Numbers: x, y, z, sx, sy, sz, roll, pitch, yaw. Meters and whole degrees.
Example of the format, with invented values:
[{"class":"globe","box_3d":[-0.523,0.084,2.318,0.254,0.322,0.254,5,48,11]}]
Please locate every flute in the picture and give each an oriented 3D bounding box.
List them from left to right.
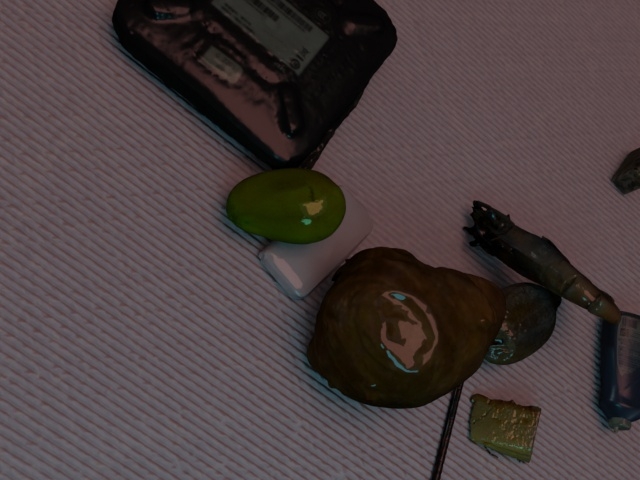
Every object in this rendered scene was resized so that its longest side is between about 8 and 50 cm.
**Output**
[{"class":"flute","box_3d":[0.183,0.300,1.134,0.014,0.014,0.270,28,63,-16]}]

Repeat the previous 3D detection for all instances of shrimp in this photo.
[{"class":"shrimp","box_3d":[0.367,0.035,1.240,0.178,0.289,0.075,17,104,-57]}]

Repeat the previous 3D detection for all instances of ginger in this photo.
[{"class":"ginger","box_3d":[0.123,0.129,1.050,0.269,0.200,0.223,25,62,-18]}]

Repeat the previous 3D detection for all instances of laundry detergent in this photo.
[{"class":"laundry detergent","box_3d":[0.516,0.227,1.300,0.096,0.061,0.207,25,64,-20]}]

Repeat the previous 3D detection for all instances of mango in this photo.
[{"class":"mango","box_3d":[-0.045,-0.054,1.071,0.163,0.089,0.117,13,49,8]}]

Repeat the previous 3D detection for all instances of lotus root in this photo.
[{"class":"lotus root","box_3d":[0.315,0.123,1.210,0.192,0.088,0.113,-22,102,-34]}]

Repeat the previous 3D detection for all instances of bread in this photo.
[{"class":"bread","box_3d":[0.280,0.292,1.185,0.109,0.080,0.084,10,65,14]}]

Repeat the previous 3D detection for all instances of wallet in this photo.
[{"class":"wallet","box_3d":[0.000,0.000,1.128,0.190,0.033,0.095,-41,96,-31]}]

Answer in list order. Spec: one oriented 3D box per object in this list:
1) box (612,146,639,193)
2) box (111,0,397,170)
[{"class":"box","box_3d":[0.606,-0.138,1.464,0.045,0.062,0.098,46,61,-8]},{"class":"box","box_3d":[-0.081,-0.312,1.156,0.359,0.091,0.350,39,60,-8]}]
